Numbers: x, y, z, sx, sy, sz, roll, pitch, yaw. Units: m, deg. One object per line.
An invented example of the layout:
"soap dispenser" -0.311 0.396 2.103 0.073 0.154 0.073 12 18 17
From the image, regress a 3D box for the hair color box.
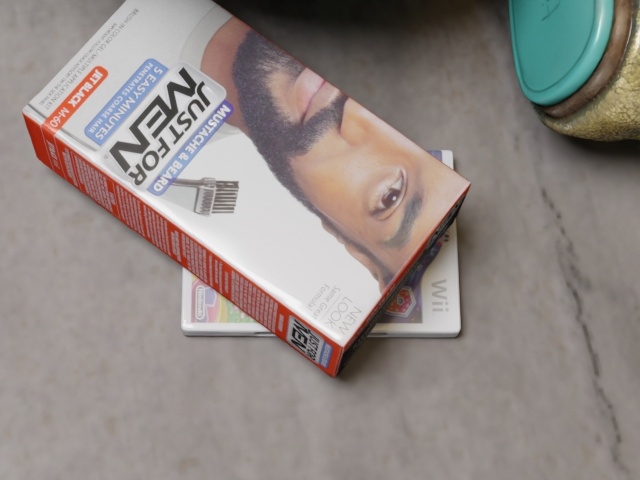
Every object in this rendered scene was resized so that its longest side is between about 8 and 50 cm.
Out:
"hair color box" -0.032 -0.031 0.573 0.167 0.053 0.093 36 72 8

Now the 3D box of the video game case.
"video game case" 0.000 0.000 0.599 0.122 0.011 0.087 1 70 -3

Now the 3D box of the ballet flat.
"ballet flat" 0.137 -0.205 0.638 0.123 0.123 0.349 -3 70 -4
